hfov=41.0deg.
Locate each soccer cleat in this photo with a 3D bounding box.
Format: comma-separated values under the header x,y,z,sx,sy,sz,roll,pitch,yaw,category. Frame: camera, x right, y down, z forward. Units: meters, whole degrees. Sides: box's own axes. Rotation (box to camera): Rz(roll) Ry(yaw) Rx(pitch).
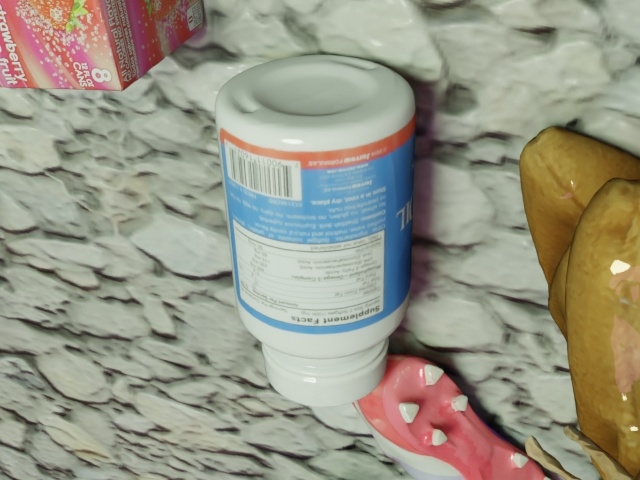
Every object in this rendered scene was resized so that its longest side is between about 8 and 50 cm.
x,y,z,sx,sy,sz,roll,pitch,yaw,category
0.112,0.184,0.697,0.248,0.083,0.095,50,155,-21,soccer cleat

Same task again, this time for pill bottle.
x,y,z,sx,sy,sz,roll,pitch,yaw,category
0.000,0.000,0.576,0.124,0.124,0.221,9,126,16,pill bottle

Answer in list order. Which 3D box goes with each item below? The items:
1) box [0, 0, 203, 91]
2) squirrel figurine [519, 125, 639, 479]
x,y,z,sx,sy,sz,roll,pitch,yaw,category
-0.166,-0.225,0.488,0.128,0.122,0.256,5,124,17,box
0.226,0.155,0.434,0.281,0.370,0.396,3,123,19,squirrel figurine
